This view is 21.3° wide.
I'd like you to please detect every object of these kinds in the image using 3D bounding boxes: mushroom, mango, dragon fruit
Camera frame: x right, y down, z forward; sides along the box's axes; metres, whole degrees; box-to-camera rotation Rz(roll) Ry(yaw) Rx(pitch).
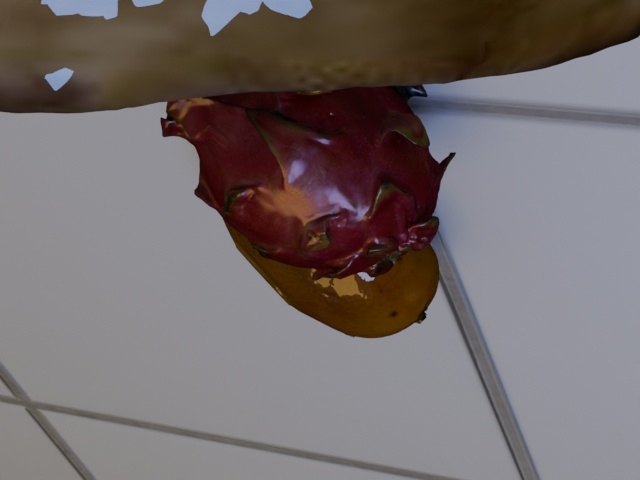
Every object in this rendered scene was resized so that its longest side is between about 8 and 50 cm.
[{"bbox_3d":[0.005,-0.246,0.496,0.313,0.224,0.397,-1,129,-9],"label":"mushroom"},{"bbox_3d":[-0.001,0.004,1.058,0.159,0.084,0.105,26,177,-5],"label":"mango"},{"bbox_3d":[-0.008,-0.050,0.954,0.166,0.133,0.136,23,108,-4],"label":"dragon fruit"}]
